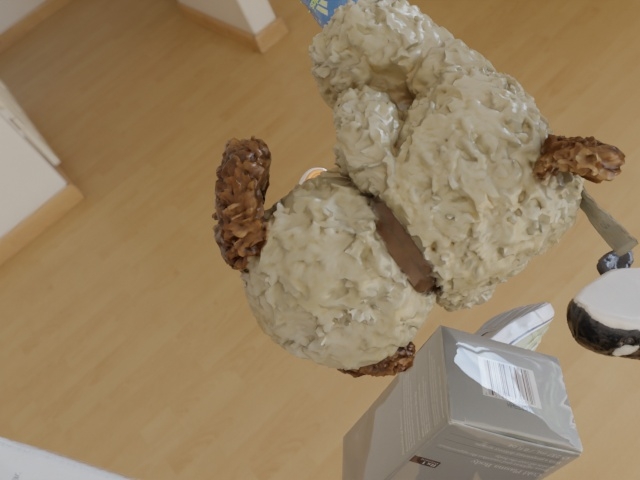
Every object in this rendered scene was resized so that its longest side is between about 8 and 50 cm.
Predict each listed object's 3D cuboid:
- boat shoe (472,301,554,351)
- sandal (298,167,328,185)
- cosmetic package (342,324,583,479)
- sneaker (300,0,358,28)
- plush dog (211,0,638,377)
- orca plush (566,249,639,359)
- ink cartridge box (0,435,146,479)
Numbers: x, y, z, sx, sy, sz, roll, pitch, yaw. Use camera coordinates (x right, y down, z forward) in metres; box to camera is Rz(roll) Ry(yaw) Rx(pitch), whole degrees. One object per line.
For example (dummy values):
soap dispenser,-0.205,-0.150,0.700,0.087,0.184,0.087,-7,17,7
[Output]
boat shoe,0.356,0.200,1.198,0.302,0.094,0.109,-20,0,-41
sandal,-0.010,-0.001,1.152,0.102,0.265,0.076,2,5,-21
cosmetic package,0.117,0.194,0.600,0.127,0.238,0.107,15,43,-11
sneaker,-0.022,-0.304,0.736,0.091,0.126,0.240,-31,32,-25
plush dog,0.053,-0.005,0.427,0.225,0.262,0.210,-39,25,0
orca plush,0.371,0.080,0.678,0.287,0.102,0.151,-21,42,-34
ink cartridge box,-0.219,0.240,0.265,0.330,0.071,0.324,20,67,-4
